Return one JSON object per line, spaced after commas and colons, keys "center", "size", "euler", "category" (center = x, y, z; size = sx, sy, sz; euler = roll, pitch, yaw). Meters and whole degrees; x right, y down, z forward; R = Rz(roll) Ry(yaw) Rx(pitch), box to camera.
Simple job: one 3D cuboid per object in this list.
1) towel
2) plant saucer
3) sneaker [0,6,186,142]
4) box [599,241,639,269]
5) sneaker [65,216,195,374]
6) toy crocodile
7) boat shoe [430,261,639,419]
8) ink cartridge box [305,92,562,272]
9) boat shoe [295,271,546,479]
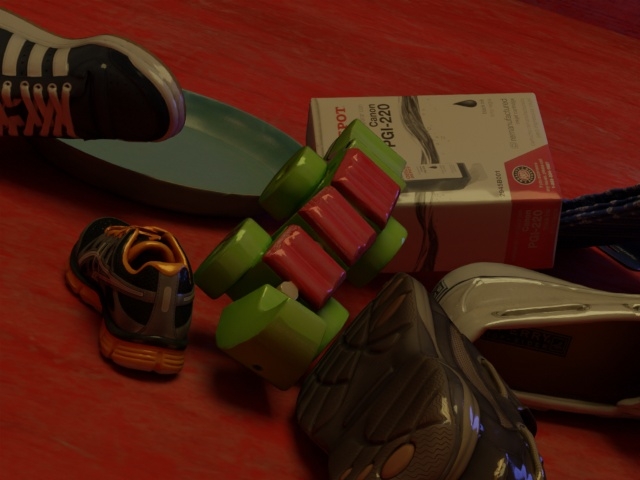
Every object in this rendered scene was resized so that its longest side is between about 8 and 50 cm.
{"center": [0.317, -0.031, 1.680], "size": [0.243, 0.040, 0.336], "euler": [2, -9, -42], "category": "towel"}
{"center": [-0.157, -0.092, 1.688], "size": [0.317, 0.044, 0.317], "euler": [16, 18, -5], "category": "plant saucer"}
{"center": [-0.263, -0.123, 1.506], "size": [0.282, 0.099, 0.153], "euler": [20, 38, 31], "category": "sneaker"}
{"center": [0.395, -0.004, 1.952], "size": [0.225, 0.036, 0.136], "euler": [3, 24, -35], "category": "box"}
{"center": [-0.137, 0.023, 1.318], "size": [0.084, 0.083, 0.215], "euler": [7, 20, -24], "category": "sneaker"}
{"center": [0.000, 0.000, 1.359], "size": [0.115, 0.105, 0.340], "euler": [44, 36, -6], "category": "toy crocodile"}
{"center": [0.272, 0.103, 1.384], "size": [0.367, 0.136, 0.156], "euler": [11, 19, -10], "category": "boat shoe"}
{"center": [0.099, -0.054, 1.583], "size": [0.218, 0.092, 0.158], "euler": [-3, 44, -3], "category": "ink cartridge box"}
{"center": [0.072, 0.130, 1.187], "size": [0.130, 0.132, 0.355], "euler": [41, 11, -12], "category": "boat shoe"}
